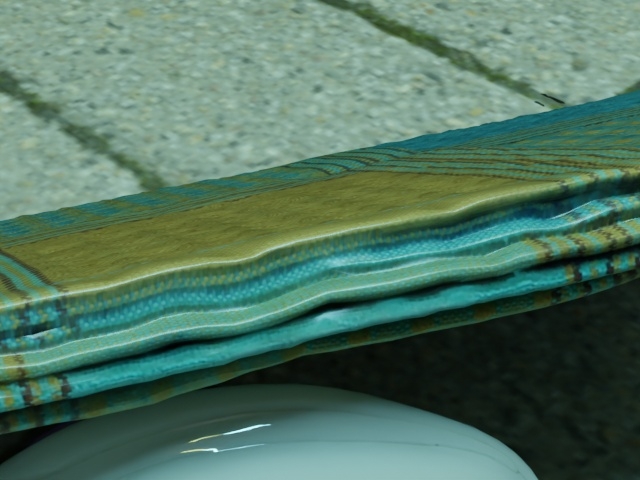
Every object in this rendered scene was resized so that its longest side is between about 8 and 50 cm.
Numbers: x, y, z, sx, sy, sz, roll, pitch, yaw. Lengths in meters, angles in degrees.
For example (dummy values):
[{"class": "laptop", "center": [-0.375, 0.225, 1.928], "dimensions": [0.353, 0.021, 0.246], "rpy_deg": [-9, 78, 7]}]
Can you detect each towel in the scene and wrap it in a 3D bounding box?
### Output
[{"class": "towel", "center": [0.000, 0.000, 0.457], "dimensions": [0.370, 0.040, 0.271], "rpy_deg": [-12, 6, -14]}]

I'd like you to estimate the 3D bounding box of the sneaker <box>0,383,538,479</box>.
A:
[{"class": "sneaker", "center": [-0.079, 0.126, 0.348], "dimensions": [0.305, 0.114, 0.152], "rpy_deg": [-12, 57, -16]}]
